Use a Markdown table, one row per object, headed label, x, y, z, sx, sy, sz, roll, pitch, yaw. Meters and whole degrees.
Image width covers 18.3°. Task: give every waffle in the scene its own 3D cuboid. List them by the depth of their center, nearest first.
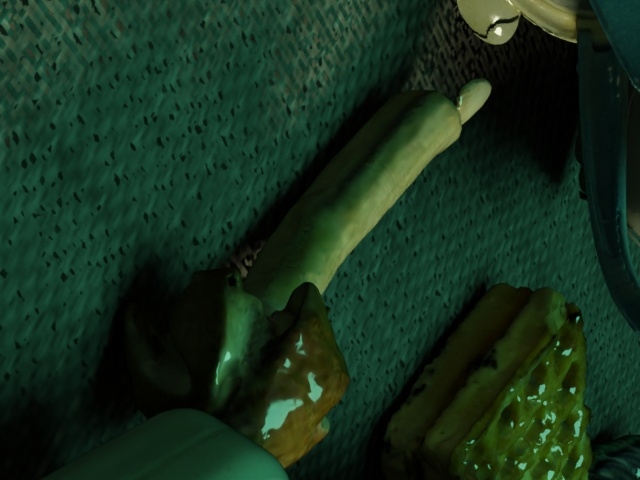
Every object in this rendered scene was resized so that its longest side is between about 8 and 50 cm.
| label | x | y | z | sx | sy | sz | roll | pitch | yaw |
| --- | --- | --- | --- | --- | --- | --- | --- | --- | --- |
| waffle | 0.068 | 0.099 | 0.790 | 0.102 | 0.042 | 0.148 | -48 | 144 | -35 |

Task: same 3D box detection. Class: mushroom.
| label | x | y | z | sx | sy | sz | roll | pitch | yaw |
| --- | --- | --- | --- | --- | --- | --- | --- | --- | --- |
| mushroom | 0.000 | 0.000 | 0.607 | 0.187 | 0.060 | 0.061 | -57 | 135 | -42 |

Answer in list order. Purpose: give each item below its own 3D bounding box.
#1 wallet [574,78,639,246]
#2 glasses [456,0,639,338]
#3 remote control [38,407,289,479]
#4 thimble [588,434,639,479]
| label | x | y | z | sx | sy | sz | roll | pitch | yaw |
| --- | --- | --- | --- | --- | --- | --- | --- | --- | --- |
| wallet | 0.156 | -0.073 | 0.710 | 0.231 | 0.069 | 0.170 | -155 | -103 | -82 |
| glasses | 0.099 | -0.076 | 0.571 | 0.190 | 0.088 | 0.221 | 75 | -3 | -46 |
| remote control | -0.066 | 0.190 | 0.561 | 0.140 | 0.056 | 0.296 | -28 | 135 | -36 |
| thimble | 0.160 | 0.154 | 0.910 | 0.135 | 0.118 | 0.090 | -50 | 153 | -65 |
